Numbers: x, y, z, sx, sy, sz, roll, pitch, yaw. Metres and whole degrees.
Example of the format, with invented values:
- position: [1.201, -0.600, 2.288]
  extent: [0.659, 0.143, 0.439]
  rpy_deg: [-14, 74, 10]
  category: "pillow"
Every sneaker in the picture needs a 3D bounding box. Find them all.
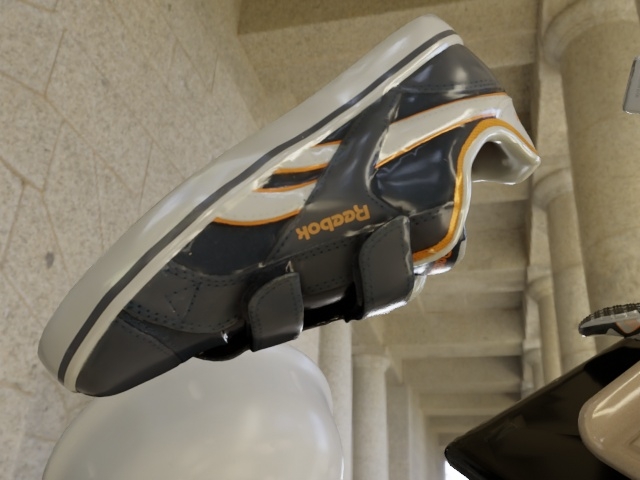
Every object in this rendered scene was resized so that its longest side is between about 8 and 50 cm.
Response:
- position: [0.000, 0.000, 0.382]
  extent: [0.127, 0.321, 0.126]
  rpy_deg: [47, -14, 9]
  category: "sneaker"
- position: [0.282, 0.075, 0.569]
  extent: [0.109, 0.044, 0.040]
  rpy_deg: [-14, 2, 29]
  category: "sneaker"

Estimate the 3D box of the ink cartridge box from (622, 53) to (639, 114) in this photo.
- position: [0.364, -0.120, 0.495]
  extent: [0.223, 0.223, 0.045]
  rpy_deg: [17, -61, 25]
  category: "ink cartridge box"

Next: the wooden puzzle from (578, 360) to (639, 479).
- position: [0.320, 0.124, 0.389]
  extent: [0.220, 0.238, 0.044]
  rpy_deg: [-27, -59, -22]
  category: "wooden puzzle"

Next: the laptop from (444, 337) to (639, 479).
- position: [0.365, 0.261, 0.466]
  extent: [0.381, 0.237, 0.408]
  rpy_deg: [-18, 27, -31]
  category: "laptop"

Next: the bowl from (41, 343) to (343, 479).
- position: [-0.089, 0.246, 0.598]
  extent: [0.297, 0.134, 0.298]
  rpy_deg: [-16, -54, -23]
  category: "bowl"
